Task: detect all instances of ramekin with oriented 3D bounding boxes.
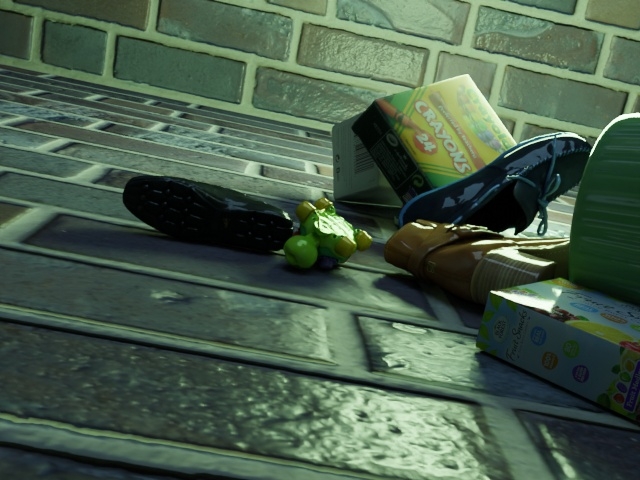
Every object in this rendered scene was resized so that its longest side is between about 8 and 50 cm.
[{"bbox_3d":[0.424,-0.016,0.952,0.148,0.304,0.303,12,11,35],"label":"ramekin"}]

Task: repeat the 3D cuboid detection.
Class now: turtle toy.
[{"bbox_3d":[0.000,0.000,0.982,0.095,0.066,0.130,42,25,16],"label":"turtle toy"}]

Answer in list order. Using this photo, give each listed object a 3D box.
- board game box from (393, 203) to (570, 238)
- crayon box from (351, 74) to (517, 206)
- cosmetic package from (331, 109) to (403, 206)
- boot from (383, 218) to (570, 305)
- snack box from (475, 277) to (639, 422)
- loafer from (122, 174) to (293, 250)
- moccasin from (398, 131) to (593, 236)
[{"bbox_3d":[0.395,-0.004,1.381,0.389,0.050,0.389,23,18,40],"label":"board game box"},{"bbox_3d":[0.230,-0.177,1.351,0.318,0.081,0.202,-24,77,-41],"label":"crayon box"},{"bbox_3d":[0.137,-0.154,1.457,0.183,0.152,0.151,5,-10,-32],"label":"cosmetic package"},{"bbox_3d":[0.239,0.028,1.048,0.220,0.109,0.283,17,21,36],"label":"boot"},{"bbox_3d":[0.296,0.108,0.794,0.207,0.070,0.174,24,18,39],"label":"snack box"},{"bbox_3d":[-0.145,-0.035,1.000,0.223,0.076,0.078,14,8,-13],"label":"loafer"},{"bbox_3d":[0.291,-0.050,1.190,0.341,0.138,0.117,-28,39,-8],"label":"moccasin"}]
